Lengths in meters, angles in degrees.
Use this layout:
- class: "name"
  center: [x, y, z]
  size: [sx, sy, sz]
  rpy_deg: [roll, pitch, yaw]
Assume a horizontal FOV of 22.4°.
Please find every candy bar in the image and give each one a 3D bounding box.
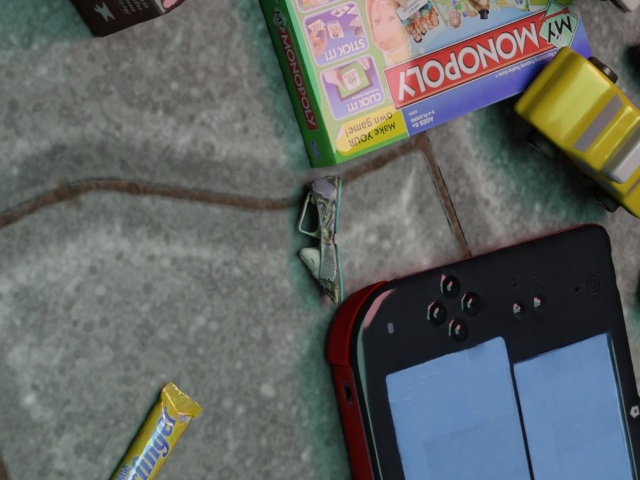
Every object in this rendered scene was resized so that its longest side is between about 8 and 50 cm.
- class: "candy bar"
  center: [-0.152, 0.195, 1.340]
  size: [0.040, 0.018, 0.161]
  rpy_deg: [39, 69, -24]

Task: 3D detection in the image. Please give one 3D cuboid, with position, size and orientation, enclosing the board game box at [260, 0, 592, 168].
- class: "board game box"
  center: [0.098, -0.217, 1.490]
  size: [0.317, 0.046, 0.213]
  rpy_deg: [-23, 100, -30]

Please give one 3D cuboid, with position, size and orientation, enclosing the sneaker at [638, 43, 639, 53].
- class: "sneaker"
  center: [0.431, -0.271, 1.652]
  size: [0.112, 0.121, 0.299]
  rpy_deg: [35, 71, -23]

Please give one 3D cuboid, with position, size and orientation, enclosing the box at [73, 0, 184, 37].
- class: "box"
  center: [-0.073, -0.354, 1.339]
  size: [0.381, 0.143, 0.191]
  rpy_deg: [-41, 109, -24]

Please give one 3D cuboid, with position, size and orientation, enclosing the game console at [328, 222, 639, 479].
- class: "game console"
  center: [0.180, 0.201, 1.519]
  size: [0.342, 0.060, 0.387]
  rpy_deg: [-14, 96, -31]

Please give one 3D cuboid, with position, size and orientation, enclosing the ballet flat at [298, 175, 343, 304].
- class: "ballet flat"
  center: [0.000, 0.000, 1.432]
  size: [0.041, 0.041, 0.114]
  rpy_deg: [0, 88, -31]

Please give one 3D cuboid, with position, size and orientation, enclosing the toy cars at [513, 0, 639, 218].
- class: "toy cars"
  center: [0.267, -0.187, 1.480]
  size: [0.176, 0.087, 0.394]
  rpy_deg: [-14, 113, -15]
